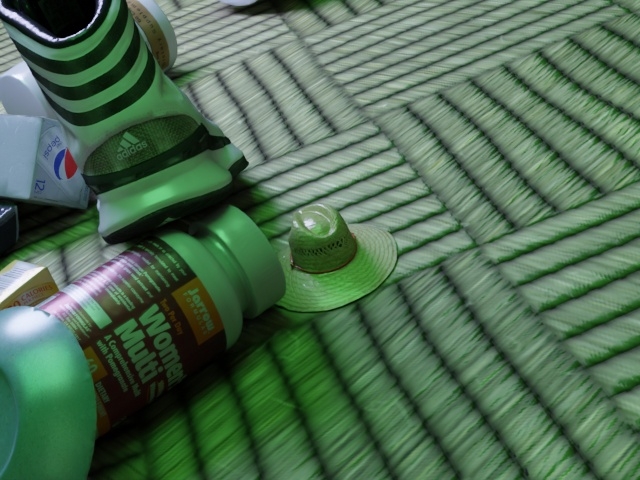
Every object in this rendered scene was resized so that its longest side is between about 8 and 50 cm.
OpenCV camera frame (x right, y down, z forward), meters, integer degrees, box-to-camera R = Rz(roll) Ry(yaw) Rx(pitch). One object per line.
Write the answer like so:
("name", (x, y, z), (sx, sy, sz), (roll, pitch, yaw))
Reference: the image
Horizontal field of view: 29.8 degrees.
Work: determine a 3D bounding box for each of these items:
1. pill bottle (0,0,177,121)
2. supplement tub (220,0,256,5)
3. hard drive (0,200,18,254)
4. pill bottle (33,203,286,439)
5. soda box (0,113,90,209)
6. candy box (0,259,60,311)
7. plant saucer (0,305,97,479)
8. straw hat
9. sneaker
("pill bottle", (-0.314, -0.235, 1.625), (0.131, 0.131, 0.229), (12, 42, 43))
("supplement tub", (-0.050, -0.522, 1.833), (0.241, 0.241, 0.331), (10, 42, 42))
("hard drive", (-0.474, 0.009, 1.393), (0.254, 0.054, 0.172), (6, 39, 38))
("pill bottle", (-0.145, 0.066, 1.028), (0.221, 0.121, 0.121), (-34, 32, -23))
("soda box", (-0.399, -0.101, 1.444), (0.286, 0.098, 0.091), (7, -2, 36))
("candy box", (-0.298, 0.114, 1.054), (0.053, 0.109, 0.186), (8, 39, 39))
("plant saucer", (-0.252, 0.144, 0.922), (0.195, 0.037, 0.195), (-9, 75, 34))
("straw hat", (0.000, 0.000, 1.112), (0.144, 0.061, 0.144), (-15, 30, 9))
("sneaker", (-0.193, -0.157, 1.204), (0.169, 0.258, 0.447), (-23, 9, -5))
